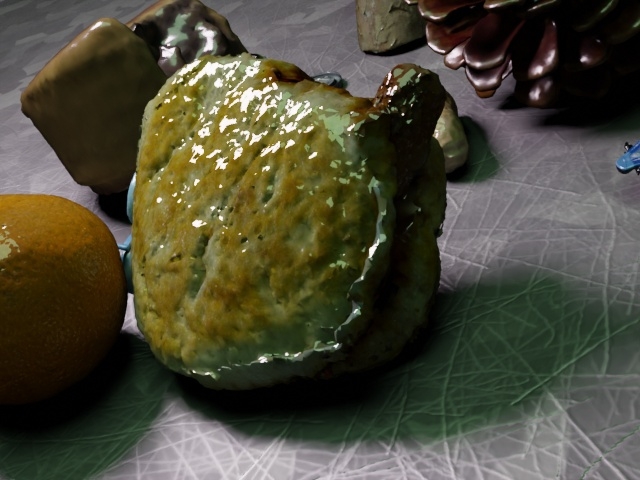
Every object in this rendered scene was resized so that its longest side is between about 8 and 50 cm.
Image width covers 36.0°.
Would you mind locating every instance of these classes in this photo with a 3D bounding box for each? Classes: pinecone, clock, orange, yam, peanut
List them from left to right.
[{"bbox_3d":[-0.353,0.063,1.174,0.264,0.264,0.264,-14,31,9],"label":"orange"},{"bbox_3d":[-0.001,-0.273,1.743,0.085,0.017,0.085,-14,31,9],"label":"clock"},{"bbox_3d":[0.133,-0.490,1.801,0.161,0.268,0.161,-6,19,2],"label":"yam"},{"bbox_3d":[0.162,-0.168,1.408,0.099,0.099,0.214,-12,31,13],"label":"peanut"},{"bbox_3d":[0.290,-0.390,1.373,0.398,0.397,0.397,-14,31,9],"label":"pinecone"}]

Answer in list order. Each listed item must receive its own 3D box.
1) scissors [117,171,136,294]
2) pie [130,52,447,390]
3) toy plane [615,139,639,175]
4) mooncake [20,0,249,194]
[{"bbox_3d":[-0.206,-0.054,1.408,0.032,0.180,0.393,10,21,7],"label":"scissors"},{"bbox_3d":[-0.065,-0.022,1.123,0.418,0.180,0.395,6,77,32],"label":"pie"},{"bbox_3d":[0.441,-0.131,1.210,0.169,0.078,0.246,-12,25,12],"label":"toy plane"},{"bbox_3d":[-0.267,-0.251,1.590,0.394,0.246,0.393,-40,16,-25],"label":"mooncake"}]
